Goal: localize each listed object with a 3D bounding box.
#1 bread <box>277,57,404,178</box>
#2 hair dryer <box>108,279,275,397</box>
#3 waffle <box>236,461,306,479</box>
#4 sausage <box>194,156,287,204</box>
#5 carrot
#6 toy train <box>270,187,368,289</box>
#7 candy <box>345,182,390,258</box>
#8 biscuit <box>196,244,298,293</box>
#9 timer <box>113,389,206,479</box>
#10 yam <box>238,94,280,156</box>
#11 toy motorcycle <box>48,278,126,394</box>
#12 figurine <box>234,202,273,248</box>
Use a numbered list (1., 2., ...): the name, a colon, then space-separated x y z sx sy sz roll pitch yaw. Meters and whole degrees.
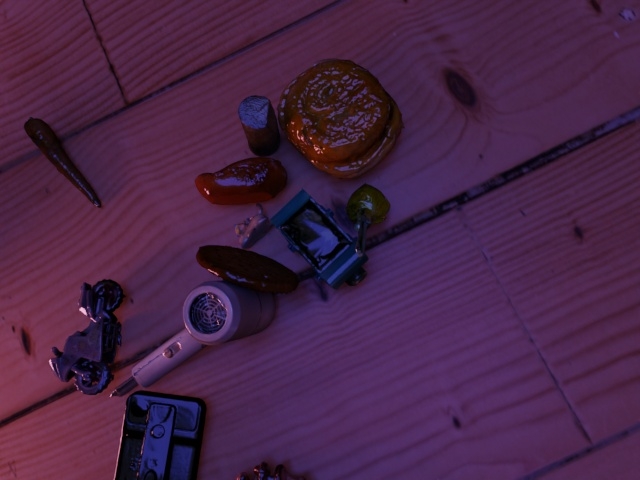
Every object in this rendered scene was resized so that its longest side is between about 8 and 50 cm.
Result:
1. bread: 0.032 -0.234 1.053 0.198 0.120 0.236 -44 76 -1
2. hair dryer: -0.255 0.195 0.994 0.357 0.173 0.107 -37 76 12
3. waffle: -0.094 0.502 0.948 0.221 0.055 0.234 36 90 11
4. sausage: -0.154 -0.111 1.069 0.179 0.089 0.089 -10 77 5
5. carrot: -0.531 -0.161 1.155 0.049 0.049 0.254 -41 80 -2
6. toy train: 0.000 0.000 0.991 0.107 0.154 0.198 -43 77 0
7. candy: 0.075 -0.028 0.951 0.077 0.262 0.073 -34 105 19
8. biscuit: -0.129 0.051 0.984 0.188 0.188 0.027 21 101 11
9. timer: -0.287 0.370 0.990 0.144 0.055 0.187 7 83 1
10. yam: -0.111 -0.213 1.047 0.068 0.169 0.068 0 81 -2
11. toy motorcycle: -0.440 0.180 1.053 0.122 0.080 0.215 1 73 5
12. figurine: -0.133 -0.027 1.074 0.083 0.047 0.050 -44 61 4
